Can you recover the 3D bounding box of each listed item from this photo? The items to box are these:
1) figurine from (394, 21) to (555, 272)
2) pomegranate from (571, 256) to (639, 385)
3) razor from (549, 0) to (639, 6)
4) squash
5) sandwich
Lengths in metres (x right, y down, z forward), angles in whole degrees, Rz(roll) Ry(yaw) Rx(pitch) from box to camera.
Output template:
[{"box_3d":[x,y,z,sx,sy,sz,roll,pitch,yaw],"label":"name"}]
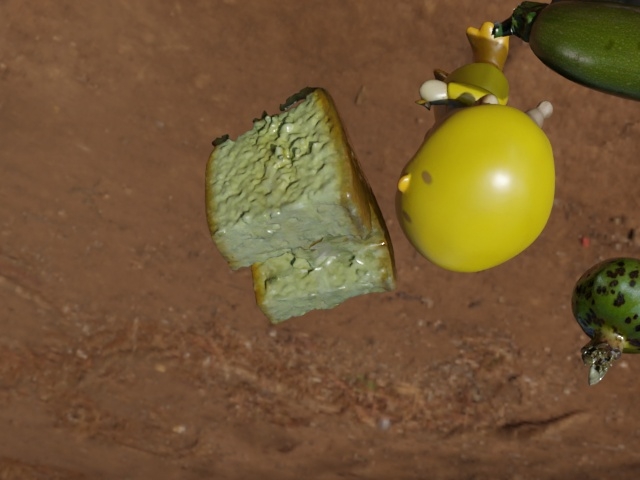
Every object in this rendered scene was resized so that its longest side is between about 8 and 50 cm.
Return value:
[{"box_3d":[0.190,-0.122,1.083,0.187,0.344,0.215,12,138,-4],"label":"figurine"},{"box_3d":[0.337,0.090,0.977,0.122,0.161,0.122,29,157,14],"label":"pomegranate"},{"box_3d":[0.438,-0.391,1.160,0.107,0.327,0.189,20,-171,-39],"label":"razor"},{"box_3d":[0.284,-0.163,0.755,0.331,0.087,0.087,28,166,41],"label":"squash"},{"box_3d":[0.000,0.000,0.743,0.122,0.128,0.236,-18,141,12],"label":"sandwich"}]
